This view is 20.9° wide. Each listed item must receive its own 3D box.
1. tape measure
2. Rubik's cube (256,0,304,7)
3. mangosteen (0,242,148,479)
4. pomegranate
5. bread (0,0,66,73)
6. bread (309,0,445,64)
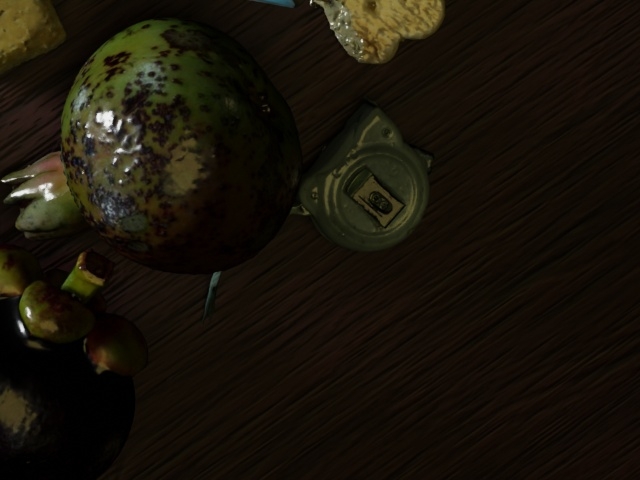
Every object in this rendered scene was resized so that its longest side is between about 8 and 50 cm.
[{"bbox_3d":[-0.001,0.000,2.045,0.164,0.084,0.330,39,90,-15],"label":"tape measure"},{"bbox_3d":[-0.128,-0.465,1.584,0.344,0.347,0.346,-59,145,-23],"label":"Rubik's cube"},{"bbox_3d":[-0.319,0.136,1.905,0.275,0.275,0.302,31,105,-18],"label":"mangosteen"},{"bbox_3d":[-0.196,-0.079,1.910,0.340,0.285,0.285,-22,110,25],"label":"pomegranate"},{"bbox_3d":[-0.367,-0.277,1.881,0.138,0.102,0.196,-22,106,-10],"label":"bread"},{"bbox_3d":[0.055,-0.336,2.002,0.182,0.039,0.251,-36,108,-4],"label":"bread"}]
